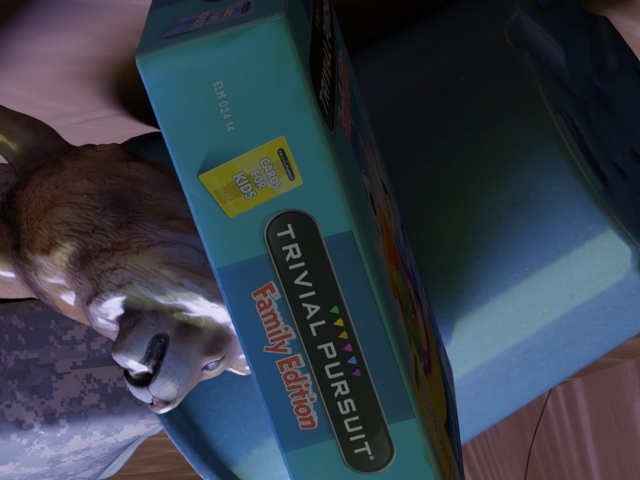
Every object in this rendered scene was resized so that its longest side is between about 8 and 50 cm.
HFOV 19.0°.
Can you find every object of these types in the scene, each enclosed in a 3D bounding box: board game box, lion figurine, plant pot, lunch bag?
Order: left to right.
[{"bbox_3d":[-0.210,-0.001,1.208,0.240,0.142,0.392,31,165,-37],"label":"lion figurine"},{"bbox_3d":[-0.308,0.169,1.896,0.235,0.169,0.287,-6,159,-28],"label":"lunch bag"},{"bbox_3d":[0.000,0.000,1.055,0.079,0.336,0.254,-16,-157,7],"label":"board game box"},{"bbox_3d":[0.077,-0.004,1.353,0.334,0.341,0.341,-30,160,25],"label":"plant pot"}]
